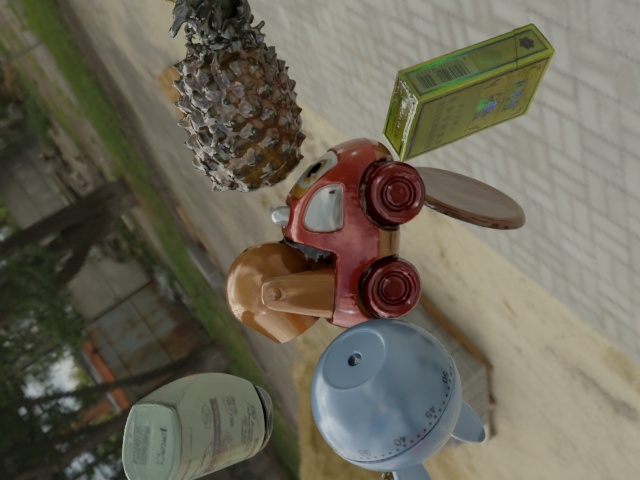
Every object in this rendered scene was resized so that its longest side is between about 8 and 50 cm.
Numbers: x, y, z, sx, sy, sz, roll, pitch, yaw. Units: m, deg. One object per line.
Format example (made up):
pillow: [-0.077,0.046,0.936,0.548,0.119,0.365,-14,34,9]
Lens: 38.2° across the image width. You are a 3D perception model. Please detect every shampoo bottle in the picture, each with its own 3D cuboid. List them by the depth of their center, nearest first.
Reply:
shampoo bottle: [-0.152,0.249,1.270,0.359,0.078,0.134,18,-106,-73]

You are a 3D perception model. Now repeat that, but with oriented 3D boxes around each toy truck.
toy truck: [0.000,0.000,1.176,0.189,0.239,0.265,-142,54,-78]

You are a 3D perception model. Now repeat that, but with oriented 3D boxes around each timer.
timer: [0.079,0.184,1.006,0.175,0.175,0.255,47,170,31]

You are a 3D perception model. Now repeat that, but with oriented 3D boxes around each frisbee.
frisbee: [0.258,-0.082,1.690,0.251,0.250,0.021,42,123,45]

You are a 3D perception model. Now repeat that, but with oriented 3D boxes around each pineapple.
pineapple: [-0.117,-0.235,1.164,0.175,0.175,0.361,39,145,51]

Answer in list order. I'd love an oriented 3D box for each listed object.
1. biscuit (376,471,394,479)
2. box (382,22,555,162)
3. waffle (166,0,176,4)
biscuit: [0.102,0.277,1.281,0.164,0.047,0.208,103,174,-53]
box: [0.201,-0.201,1.267,0.064,0.219,0.141,61,162,26]
waffle: [-0.238,-0.475,1.445,0.249,0.056,0.253,-60,-44,-56]
